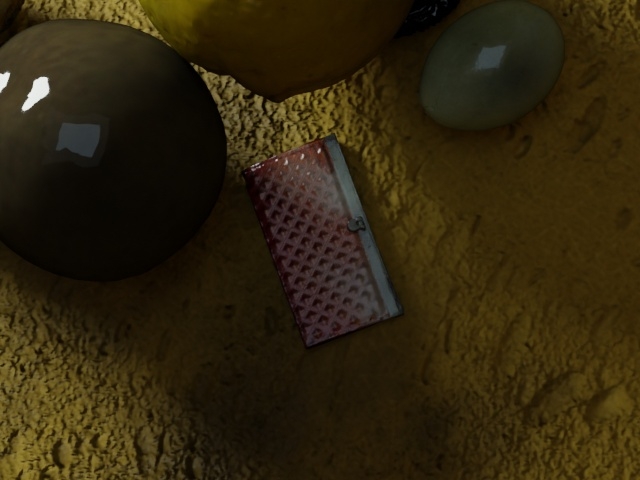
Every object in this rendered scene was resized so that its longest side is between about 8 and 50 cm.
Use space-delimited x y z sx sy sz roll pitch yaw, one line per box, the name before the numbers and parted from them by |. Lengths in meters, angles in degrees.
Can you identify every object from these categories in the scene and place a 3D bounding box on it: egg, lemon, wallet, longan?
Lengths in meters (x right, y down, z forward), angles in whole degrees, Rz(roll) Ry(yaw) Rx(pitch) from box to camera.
egg | 0.164 -0.166 1.497 0.152 0.114 0.114 -32 76 1
lemon | -0.040 -0.285 1.415 0.297 0.297 0.297 -1 77 7
wallet | 0.000 0.000 1.528 0.103 0.020 0.196 -21 76 2
longan | -0.216 -0.086 1.456 0.258 0.258 0.258 -1 77 7

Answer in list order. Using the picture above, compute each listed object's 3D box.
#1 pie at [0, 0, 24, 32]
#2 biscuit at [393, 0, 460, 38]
pie | -0.384 -0.200 1.534 0.273 0.069 0.273 -24 40 22
biscuit | 0.067 -0.291 1.568 0.194 0.053 0.195 -2 78 7
